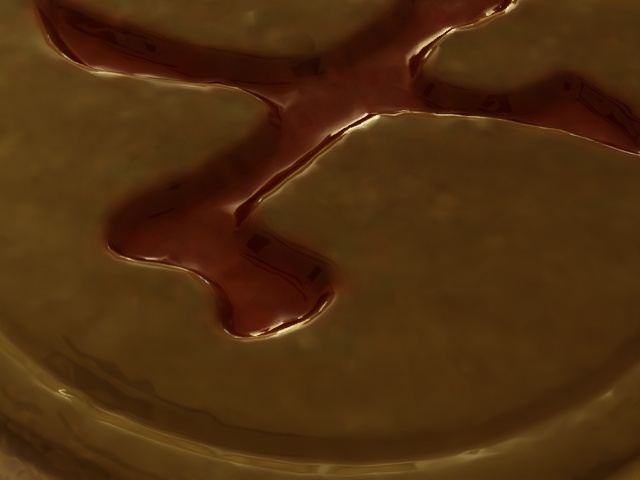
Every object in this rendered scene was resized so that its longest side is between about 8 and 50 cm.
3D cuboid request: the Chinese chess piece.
[{"bbox_3d":[0.000,0.000,0.585,0.338,0.140,0.338,2,-130,-3],"label":"Chinese chess piece"}]
